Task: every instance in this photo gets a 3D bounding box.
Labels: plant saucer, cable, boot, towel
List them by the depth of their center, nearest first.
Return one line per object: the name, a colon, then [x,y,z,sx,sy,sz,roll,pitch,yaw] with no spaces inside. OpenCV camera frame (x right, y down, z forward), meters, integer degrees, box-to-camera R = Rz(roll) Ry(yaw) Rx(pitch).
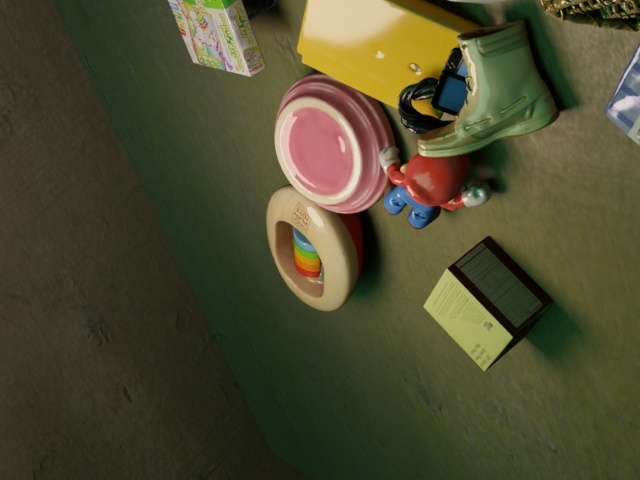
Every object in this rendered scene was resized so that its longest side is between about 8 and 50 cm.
towel: [0.582,-0.175,1.673,0.285,0.034,0.209,45,154,19]
boot: [0.269,-0.267,1.916,0.262,0.095,0.203,-16,112,24]
cable: [0.241,-0.255,2.070,0.184,0.047,0.150,10,146,5]
plant saucer: [0.015,-0.211,2.434,0.332,0.084,0.332,20,122,35]

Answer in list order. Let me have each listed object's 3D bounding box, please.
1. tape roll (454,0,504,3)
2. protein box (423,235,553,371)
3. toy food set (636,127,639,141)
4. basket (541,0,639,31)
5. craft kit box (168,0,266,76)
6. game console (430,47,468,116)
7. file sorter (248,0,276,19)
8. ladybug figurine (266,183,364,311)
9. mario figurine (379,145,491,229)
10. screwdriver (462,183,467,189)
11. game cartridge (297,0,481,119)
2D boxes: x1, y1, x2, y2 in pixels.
tape roll: [0.235,-0.534,1.529,0.392,0.072,0.392,-179,90,-74]
protein box: [0.361,0.139,2.343,0.201,0.136,0.200,47,154,15]
toy food set: [0.538,-0.160,1.580,0.232,0.111,0.104,63,166,-21]
basket: [0.441,-0.359,1.468,0.299,0.213,0.223,5,126,59]
craft kit box: [-0.248,-0.504,2.429,0.246,0.061,0.250,19,139,47]
game console: [0.278,-0.280,1.968,0.122,0.071,0.107,20,151,-1]
file sorter: [-0.195,-0.553,2.459,0.170,0.104,0.118,0,122,60]
ladybug figurine: [0.000,0.000,2.763,0.305,0.162,0.449,42,153,22]
mario figurine: [0.236,-0.133,2.239,0.320,0.198,0.170,128,137,-73]
screwdriver: [0.263,-0.170,2.254,0.025,0.024,0.170,-16,113,33]
game cartridge: [0.120,-0.379,2.063,0.324,0.052,0.285,27,151,5]
